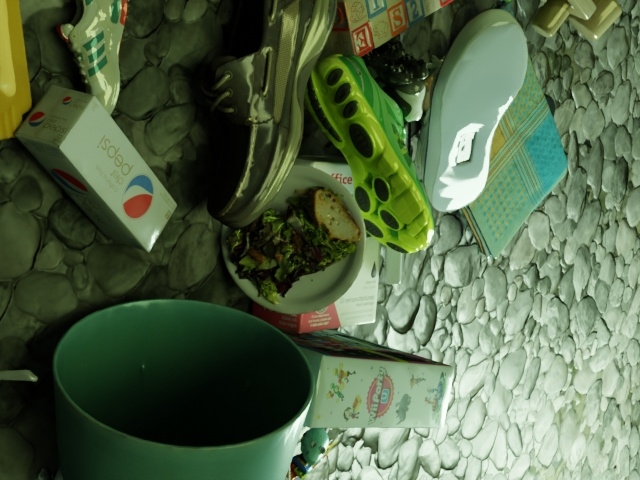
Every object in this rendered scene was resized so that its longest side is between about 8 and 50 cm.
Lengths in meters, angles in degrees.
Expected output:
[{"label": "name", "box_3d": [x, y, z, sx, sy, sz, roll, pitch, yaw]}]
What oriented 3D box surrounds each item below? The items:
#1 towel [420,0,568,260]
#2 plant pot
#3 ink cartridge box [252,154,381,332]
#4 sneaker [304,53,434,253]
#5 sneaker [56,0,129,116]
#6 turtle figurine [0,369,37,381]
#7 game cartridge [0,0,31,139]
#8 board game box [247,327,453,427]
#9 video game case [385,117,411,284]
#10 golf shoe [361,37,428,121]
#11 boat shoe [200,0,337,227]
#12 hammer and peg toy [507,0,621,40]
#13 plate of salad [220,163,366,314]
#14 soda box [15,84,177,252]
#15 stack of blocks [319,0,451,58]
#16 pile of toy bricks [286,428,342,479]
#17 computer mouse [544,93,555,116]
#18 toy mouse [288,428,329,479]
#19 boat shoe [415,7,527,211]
[{"label": "towel", "box_3d": [0.299, -0.186, 1.846, 0.271, 0.040, 0.370, -46, 127, -24]}, {"label": "plant pot", "box_3d": [-0.169, 0.241, 1.250, 0.293, 0.293, 0.235, -21, 130, -45]}, {"label": "ink cartridge box", "box_3d": [0.000, 0.000, 1.520, 0.172, 0.100, 0.237, -3, 100, -50]}, {"label": "sneaker", "box_3d": [0.086, -0.121, 1.444, 0.123, 0.109, 0.295, -40, 110, -47]}, {"label": "sneaker", "box_3d": [-0.265, -0.213, 1.208, 0.075, 0.057, 0.161, 5, 96, -33]}, {"label": "turtle figurine", "box_3d": [-0.409, 0.165, 1.011, 0.266, 0.274, 0.198, 48, 28, -39]}, {"label": "game cartridge", "box_3d": [-0.428, -0.212, 1.009, 0.323, 0.052, 0.285, -21, 114, -45]}, {"label": "board game box", "box_3d": [0.008, 0.184, 1.476, 0.303, 0.224, 0.097, 10, 92, -51]}, {"label": "video game case", "box_3d": [0.118, -0.067, 1.621, 0.206, 0.026, 0.227, -58, 149, -76]}, {"label": "golf shoe", "box_3d": [0.096, -0.231, 1.531, 0.077, 0.198, 0.094, -14, 119, -8]}, {"label": "boat shoe", "box_3d": [-0.093, -0.194, 1.369, 0.130, 0.132, 0.355, 22, 76, -30]}, {"label": "hammer and peg toy", "box_3d": [0.258, -0.392, 1.497, 0.127, 0.266, 0.361, -53, 138, 3]}, {"label": "plate of salad", "box_3d": [-0.039, 0.000, 1.407, 0.048, 0.200, 0.200, -21, 117, -75]}, {"label": "soda box", "box_3d": [-0.246, -0.077, 1.208, 0.074, 0.069, 0.216, -61, 149, -21]}, {"label": "stack of blocks", "box_3d": [0.091, -0.396, 1.548, 0.297, 0.087, 0.171, -38, 125, -38]}, {"label": "pile of toy bricks", "box_3d": [-0.074, 0.308, 1.523, 0.105, 0.118, 0.212, -56, 161, 25]}, {"label": "computer mouse", "box_3d": [0.340, -0.209, 1.930, 0.242, 0.041, 0.071, -26, 118, -36]}, {"label": "toy mouse", "box_3d": [-0.033, 0.259, 1.494, 0.143, 0.161, 0.031, 0, 131, -49]}, {"label": "boat shoe", "box_3d": [0.205, -0.220, 1.606, 0.136, 0.156, 0.367, -14, 142, -14]}]
